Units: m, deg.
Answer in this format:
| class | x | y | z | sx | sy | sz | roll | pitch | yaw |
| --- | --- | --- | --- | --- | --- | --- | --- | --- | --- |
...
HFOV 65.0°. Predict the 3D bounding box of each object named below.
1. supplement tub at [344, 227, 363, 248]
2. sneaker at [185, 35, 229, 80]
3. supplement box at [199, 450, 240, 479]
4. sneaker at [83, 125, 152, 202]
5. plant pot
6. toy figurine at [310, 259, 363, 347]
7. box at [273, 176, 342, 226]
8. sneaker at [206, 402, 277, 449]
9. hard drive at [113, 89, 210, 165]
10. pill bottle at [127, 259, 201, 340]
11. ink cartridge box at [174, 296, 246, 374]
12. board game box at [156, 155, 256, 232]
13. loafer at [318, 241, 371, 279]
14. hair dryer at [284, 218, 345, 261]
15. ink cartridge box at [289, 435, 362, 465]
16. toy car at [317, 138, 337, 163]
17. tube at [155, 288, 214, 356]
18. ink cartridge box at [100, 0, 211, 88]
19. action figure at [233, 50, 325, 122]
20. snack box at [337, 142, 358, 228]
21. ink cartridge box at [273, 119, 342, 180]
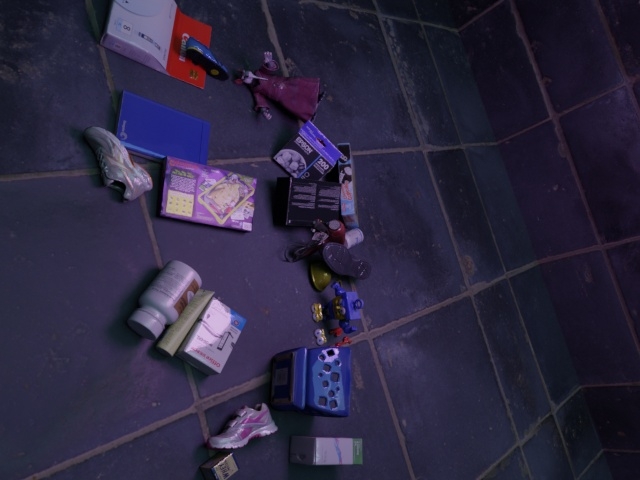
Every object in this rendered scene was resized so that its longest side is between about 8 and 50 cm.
| class | x | y | z | sx | sy | sz | roll | pitch | yaw |
| --- | --- | --- | --- | --- | --- | --- | --- | --- | --- |
| supplement tub | 0.127 | -0.006 | 2.152 | 0.107 | 0.071 | 0.071 | -25 | 92 | -41 |
| sneaker | -0.424 | -0.696 | 1.917 | 0.209 | 0.069 | 0.082 | 31 | 51 | -47 |
| supplement box | -0.309 | 0.695 | 1.538 | 0.083 | 0.083 | 0.056 | -26 | 92 | -42 |
| sneaker | -0.654 | -0.235 | 1.574 | 0.262 | 0.099 | 0.121 | 49 | 55 | -14 |
| plant pot | -0.042 | 0.486 | 1.742 | 0.211 | 0.236 | 0.236 | 13 | 67 | -28 |
| toy figurine | 0.100 | 0.232 | 1.949 | 0.191 | 0.217 | 0.363 | 3 | 73 | -39 |
| box | -0.049 | -0.149 | 2.001 | 0.261 | 0.103 | 0.185 | 2 | 93 | -39 |
| sneaker | -0.259 | 0.596 | 1.613 | 0.252 | 0.102 | 0.111 | -5 | 74 | -47 |
| hard drive | -0.543 | -0.369 | 1.745 | 0.318 | 0.040 | 0.211 | 15 | 66 | -35 |
| pill bottle | -0.479 | 0.184 | 1.544 | 0.131 | 0.131 | 0.229 | 45 | 52 | -19 |
| ink cartridge box | -0.355 | 0.313 | 1.632 | 0.148 | 0.085 | 0.203 | 39 | 53 | -23 |
| board game box | -0.391 | -0.155 | 1.767 | 0.346 | 0.056 | 0.209 | 11 | 83 | -36 |
| loafer | 0.083 | 0.083 | 2.011 | 0.302 | 0.095 | 0.109 | 29 | 81 | -43 |
| hair dryer | 0.000 | 0.000 | 1.997 | 0.293 | 0.223 | 0.080 | 13 | 41 | -48 |
| ink cartridge box | 0.019 | 0.731 | 1.749 | 0.212 | 0.154 | 0.093 | 15 | 66 | -35 |
| toy car | 0.000 | -0.370 | 2.129 | 0.182 | 0.136 | 0.159 | 46 | 51 | -18 |
| tube | -0.430 | 0.253 | 1.598 | 0.070 | 0.062 | 0.240 | 29 | 58 | -2 |
| ink cartridge box | -0.571 | -0.769 | 1.830 | 0.384 | 0.091 | 0.309 | 16 | 65 | -34 |
| action figure | -0.167 | -0.635 | 2.050 | 0.369 | 0.248 | 0.276 | 19 | 26 | -7 |
| snack box | 0.119 | -0.232 | 2.161 | 0.187 | 0.060 | 0.323 | 59 | 27 | -70 |
| ink cartridge box | -0.049 | -0.343 | 2.047 | 0.206 | 0.208 | 0.045 | 41 | 15 | -21 |
